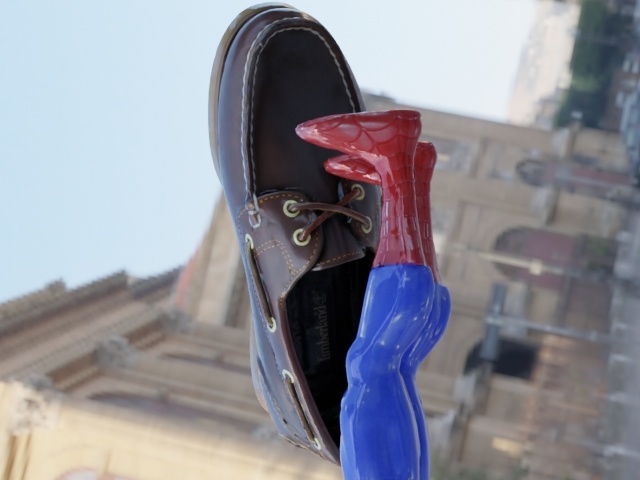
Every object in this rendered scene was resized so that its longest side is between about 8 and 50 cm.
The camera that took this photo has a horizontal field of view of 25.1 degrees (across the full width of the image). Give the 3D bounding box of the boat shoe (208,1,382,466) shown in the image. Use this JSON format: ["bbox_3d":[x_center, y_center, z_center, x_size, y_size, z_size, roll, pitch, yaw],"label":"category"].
[{"bbox_3d":[0.000,0.000,0.634,0.073,0.073,0.207,-143,41,-64],"label":"boat shoe"}]

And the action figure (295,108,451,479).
[{"bbox_3d":[-0.009,0.101,0.554,0.091,0.139,0.280,39,-136,-73],"label":"action figure"}]
